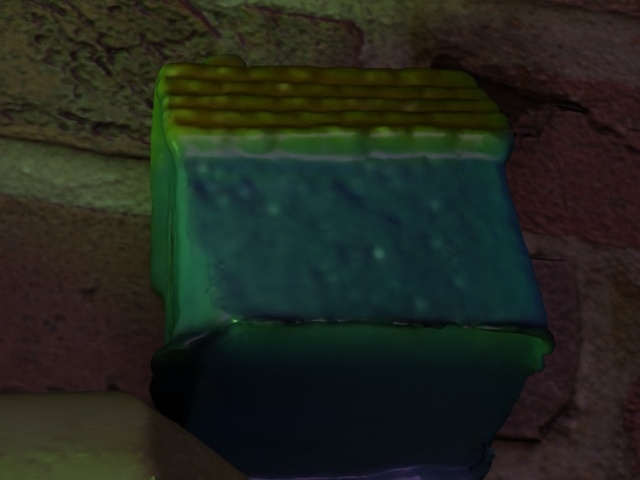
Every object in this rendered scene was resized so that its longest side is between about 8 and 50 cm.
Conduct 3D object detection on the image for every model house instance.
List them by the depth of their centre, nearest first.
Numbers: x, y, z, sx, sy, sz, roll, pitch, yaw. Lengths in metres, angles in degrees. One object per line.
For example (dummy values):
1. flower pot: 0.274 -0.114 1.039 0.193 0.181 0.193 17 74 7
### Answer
1. model house: 0.000 0.000 1.023 0.237 0.215 0.303 0 58 -9

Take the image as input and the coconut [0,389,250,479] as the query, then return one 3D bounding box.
1. coconut: -0.174 0.225 0.816 0.323 0.323 0.323 4 61 -7
